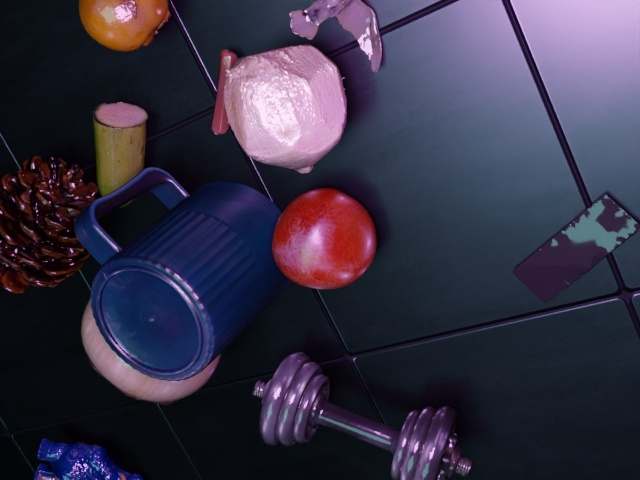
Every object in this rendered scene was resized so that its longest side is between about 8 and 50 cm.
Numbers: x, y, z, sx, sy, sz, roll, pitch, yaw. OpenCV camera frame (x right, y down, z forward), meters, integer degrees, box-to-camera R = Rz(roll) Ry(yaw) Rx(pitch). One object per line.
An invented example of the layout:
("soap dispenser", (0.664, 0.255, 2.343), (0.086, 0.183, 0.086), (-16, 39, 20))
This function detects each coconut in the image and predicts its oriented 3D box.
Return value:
("coconut", (-0.048, -0.191, 1.251), (0.194, 0.194, 0.194), (11, 119, 21))

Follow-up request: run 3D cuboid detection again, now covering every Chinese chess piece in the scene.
("Chinese chess piece", (-0.301, 0.170, 1.507), (0.257, 0.257, 0.104), (40, 114, 3))

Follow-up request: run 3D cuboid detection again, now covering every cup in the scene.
("cup", (-0.215, 0.038, 1.378), (0.242, 0.292, 0.308), (-5, 113, 28))

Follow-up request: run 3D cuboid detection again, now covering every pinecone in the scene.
("pinecone", (-0.521, -0.027, 1.542), (0.224, 0.224, 0.272), (44, 121, 0))

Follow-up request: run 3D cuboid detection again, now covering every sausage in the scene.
("sausage", (-0.156, -0.238, 1.365), (0.030, 0.035, 0.147), (44, 135, 39))

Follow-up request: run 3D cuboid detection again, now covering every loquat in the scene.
("loquat", (-0.310, -0.366, 1.315), (0.141, 0.141, 0.141), (11, 119, 21))

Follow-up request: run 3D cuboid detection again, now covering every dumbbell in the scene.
("dumbbell", (0.067, 0.324, 1.459), (0.406, 0.179, 0.179), (17, 121, 17))

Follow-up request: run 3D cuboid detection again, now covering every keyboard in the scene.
("keyboard", (0.379, 0.015, 1.249), (0.074, 0.015, 0.196), (45, 125, 3))

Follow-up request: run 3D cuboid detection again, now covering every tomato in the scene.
("tomato", (0.000, 0.000, 1.343), (0.167, 0.167, 0.167), (11, 119, 21))

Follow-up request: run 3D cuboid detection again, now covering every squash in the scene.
("squash", (-0.355, -0.143, 1.481), (0.095, 0.095, 0.188), (21, 127, 15))

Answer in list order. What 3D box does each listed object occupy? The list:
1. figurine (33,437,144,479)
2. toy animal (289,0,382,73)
("figurine", (-0.516, 0.528, 1.892), (0.262, 0.121, 0.164), (27, 107, -3))
("toy animal", (0.035, -0.343, 1.183), (0.155, 0.095, 0.219), (-34, 98, 39))
